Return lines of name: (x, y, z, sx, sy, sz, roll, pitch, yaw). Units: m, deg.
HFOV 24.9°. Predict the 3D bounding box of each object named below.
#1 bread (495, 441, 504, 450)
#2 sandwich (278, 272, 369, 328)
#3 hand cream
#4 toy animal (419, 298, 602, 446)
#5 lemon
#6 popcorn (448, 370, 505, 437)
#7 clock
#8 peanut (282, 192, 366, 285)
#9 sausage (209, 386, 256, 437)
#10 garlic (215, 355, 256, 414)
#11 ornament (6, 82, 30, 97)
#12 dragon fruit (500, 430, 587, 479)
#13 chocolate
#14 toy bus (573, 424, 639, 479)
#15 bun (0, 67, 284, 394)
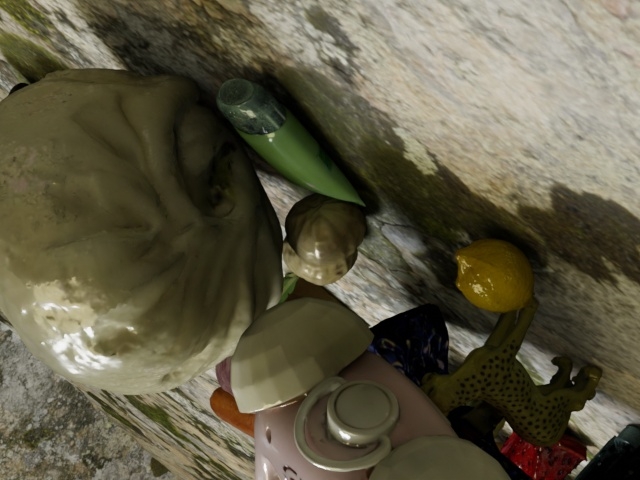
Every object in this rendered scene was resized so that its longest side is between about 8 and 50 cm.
bread: (0.251, 0.309, 1.856, 0.189, 0.077, 0.114, 36, -176, -6)
sandwich: (-0.013, 0.103, 1.800, 0.116, 0.074, 0.074, 40, 164, -14)
hand cream: (-0.032, -0.090, 1.366, 0.095, 0.046, 0.175, 18, 163, 43)
toy animal: (0.194, 0.149, 1.415, 0.181, 0.136, 0.073, 44, 161, -29)
lemon: (0.154, 0.030, 1.293, 0.092, 0.065, 0.065, 33, 166, -26)
popcorn: (0.139, 0.223, 1.732, 0.162, 0.141, 0.135, -2, -171, -40)
clock: (0.050, 0.242, 1.386, 0.342, 0.184, 0.326, 41, 152, 32)
peanut: (0.000, 0.000, 1.494, 0.082, 0.082, 0.187, 34, 165, 6)
sausage: (-0.124, 0.308, 2.588, 0.197, 0.076, 0.076, 21, 158, 44)
garlic: (-0.093, 0.214, 2.214, 0.159, 0.102, 0.147, 22, 158, 37)
ornament: (-0.254, -0.089, 1.729, 0.251, 0.106, 0.260, 43, 157, -30)
dragon fruit: (0.243, 0.241, 1.705, 0.063, 0.097, 0.131, 45, -179, -19)
chocolate: (0.152, 0.218, 1.503, 0.126, 0.148, 0.343, 1, -131, -53)
toy bus: (0.349, 0.269, 1.437, 0.147, 0.128, 0.256, 47, 162, -4)
bun: (-0.170, -0.019, 1.418, 0.211, 0.360, 0.360, -15, 136, 27)
